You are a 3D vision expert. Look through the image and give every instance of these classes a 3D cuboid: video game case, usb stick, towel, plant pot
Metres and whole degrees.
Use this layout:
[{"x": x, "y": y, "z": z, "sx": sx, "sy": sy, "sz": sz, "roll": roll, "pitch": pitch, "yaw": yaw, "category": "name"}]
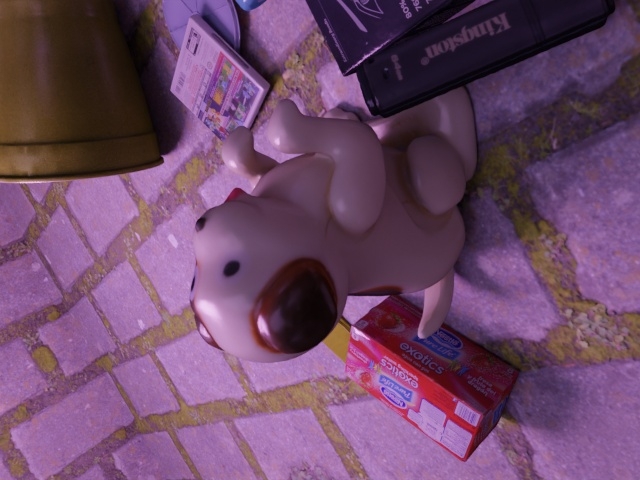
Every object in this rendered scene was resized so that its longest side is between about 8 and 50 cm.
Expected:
[{"x": -0.192, "y": -0.283, "z": 1.108, "sx": 0.183, "sy": 0.023, "sz": 0.201, "roll": 45, "pitch": 145, "yaw": 2, "category": "video game case"}, {"x": 0.175, "y": -0.220, "z": 0.667, "sx": 0.277, "sy": 0.045, "sz": 0.077, "roll": -20, "pitch": 85, "yaw": 18, "category": "usb stick"}, {"x": 0.069, "y": 0.229, "z": 1.199, "sx": 0.237, "sy": 0.021, "sz": 0.102, "roll": 42, "pitch": 138, "yaw": 20, "category": "towel"}, {"x": -0.537, "y": -0.326, "z": 1.260, "sx": 0.366, "sy": 0.366, "sz": 0.353, "roll": 11, "pitch": 111, "yaw": 43, "category": "plant pot"}]

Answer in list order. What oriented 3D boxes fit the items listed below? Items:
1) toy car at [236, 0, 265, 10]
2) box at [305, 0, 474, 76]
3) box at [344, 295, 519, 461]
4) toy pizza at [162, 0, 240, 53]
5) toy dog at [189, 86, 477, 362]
[{"x": -0.135, "y": -0.422, "z": 0.867, "sx": 0.219, "sy": 0.210, "sz": 0.238, "roll": 51, "pitch": 154, "yaw": -6, "category": "toy car"}, {"x": 0.088, "y": -0.326, "z": 0.746, "sx": 0.207, "sy": 0.108, "sz": 0.153, "roll": -20, "pitch": 99, "yaw": 51, "category": "box"}, {"x": 0.176, "y": 0.220, "z": 0.997, "sx": 0.256, "sy": 0.122, "sz": 0.128, "roll": 31, "pitch": 133, "yaw": 30, "category": "box"}, {"x": -0.209, "y": -0.400, "z": 1.073, "sx": 0.201, "sy": 0.032, "sz": 0.201, "roll": 27, "pitch": 136, "yaw": 29, "category": "toy pizza"}, {"x": 0.000, "y": 0.000, "z": 0.814, "sx": 0.284, "sy": 0.407, "sz": 0.396, "roll": 4, "pitch": 117, "yaw": 46, "category": "toy dog"}]
